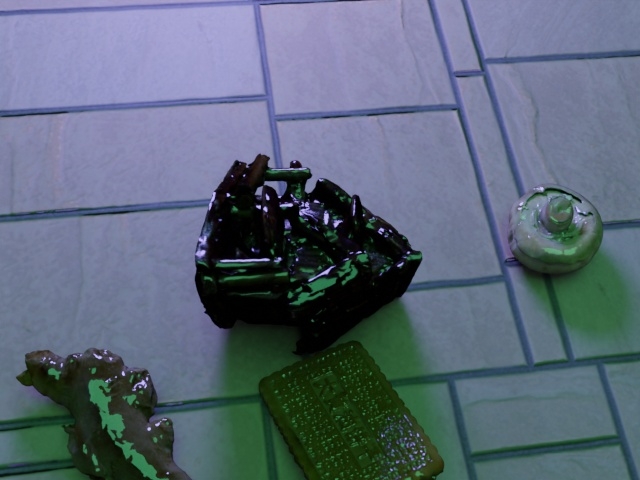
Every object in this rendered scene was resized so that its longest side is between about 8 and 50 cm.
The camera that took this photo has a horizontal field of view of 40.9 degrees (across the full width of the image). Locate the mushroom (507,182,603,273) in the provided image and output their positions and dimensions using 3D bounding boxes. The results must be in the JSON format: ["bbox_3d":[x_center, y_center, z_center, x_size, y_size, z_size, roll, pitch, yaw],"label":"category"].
[{"bbox_3d":[0.364,-0.023,1.333,0.154,0.122,0.154,-1,59,2],"label":"mushroom"}]

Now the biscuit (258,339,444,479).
[{"bbox_3d":[0.036,0.250,1.159,0.172,0.029,0.254,-21,47,-17],"label":"biscuit"}]

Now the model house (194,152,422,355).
[{"bbox_3d":[0.000,0.000,1.188,0.282,0.317,0.297,7,68,3],"label":"model house"}]

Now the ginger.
[{"bbox_3d":[-0.272,0.261,1.142,0.166,0.080,0.333,-38,77,-7],"label":"ginger"}]
